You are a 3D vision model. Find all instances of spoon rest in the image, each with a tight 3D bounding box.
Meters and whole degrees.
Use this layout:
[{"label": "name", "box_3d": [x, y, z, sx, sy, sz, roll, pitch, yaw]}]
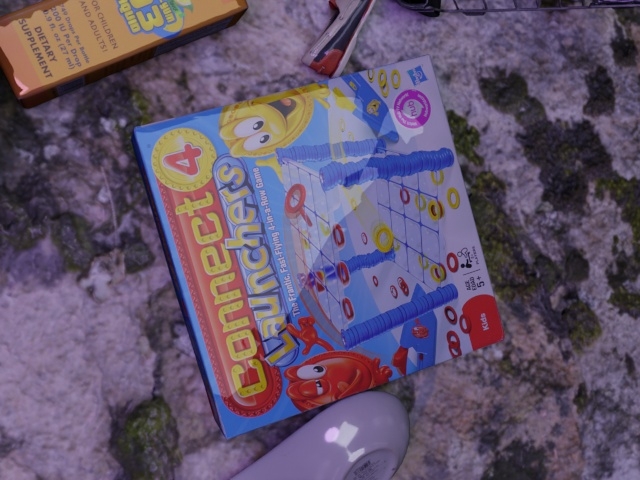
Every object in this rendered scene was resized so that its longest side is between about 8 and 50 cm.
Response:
[{"label": "spoon rest", "box_3d": [-0.025, 0.246, 0.786, 0.276, 0.084, 0.137, -32, 131, -16]}]

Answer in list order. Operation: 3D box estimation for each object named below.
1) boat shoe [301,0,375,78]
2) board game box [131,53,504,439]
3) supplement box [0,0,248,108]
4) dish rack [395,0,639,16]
[{"label": "boat shoe", "box_3d": [0.026, -0.236, 0.820, 0.043, 0.049, 0.137, 25, 89, -12]}, {"label": "board game box", "box_3d": [0.000, 0.000, 0.792, 0.302, 0.086, 0.308, -18, 95, -15]}, {"label": "supplement box", "box_3d": [-0.190, -0.207, 0.746, 0.234, 0.080, 0.078, -27, 99, -15]}, {"label": "dish rack", "box_3d": [0.219, -0.328, 0.793, 0.272, 0.074, 0.208, 6, 90, 23]}]
